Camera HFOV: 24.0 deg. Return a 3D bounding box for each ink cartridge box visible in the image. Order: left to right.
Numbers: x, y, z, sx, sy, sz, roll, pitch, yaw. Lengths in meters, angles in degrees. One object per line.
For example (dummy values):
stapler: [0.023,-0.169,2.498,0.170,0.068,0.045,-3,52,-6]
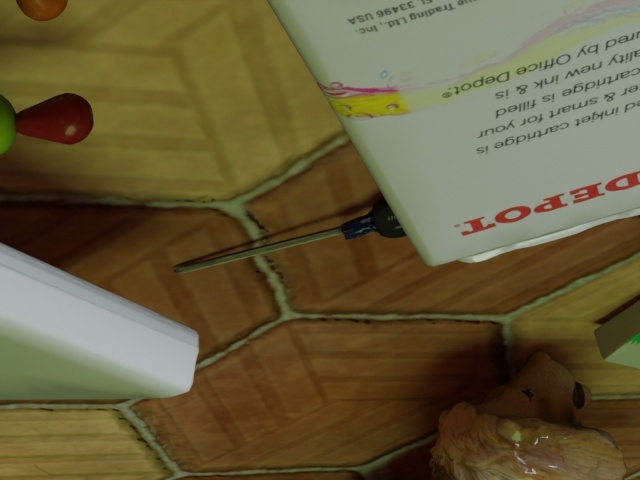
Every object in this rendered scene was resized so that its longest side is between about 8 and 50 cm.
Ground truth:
ink cartridge box: [0.088,-0.119,0.520,0.201,0.117,0.278,-16,151,11]

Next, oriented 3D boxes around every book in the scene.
book: [0.266,0.056,0.995,0.144,0.035,0.096,13,140,-34]

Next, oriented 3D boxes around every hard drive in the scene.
hard drive: [-0.229,0.018,0.685,0.203,0.040,0.307,-5,159,34]

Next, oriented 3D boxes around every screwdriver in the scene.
screwdriver: [0.000,0.000,0.811,0.170,0.024,0.025,-18,122,18]

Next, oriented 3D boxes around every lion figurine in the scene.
lion figurine: [0.114,0.218,1.130,0.240,0.142,0.392,15,148,-26]

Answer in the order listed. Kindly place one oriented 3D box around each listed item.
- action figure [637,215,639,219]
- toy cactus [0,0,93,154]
action figure: [0.234,-0.084,0.658,0.232,0.137,0.063,-26,172,12]
toy cactus: [-0.185,-0.080,0.537,0.181,0.112,0.219,-4,163,10]
